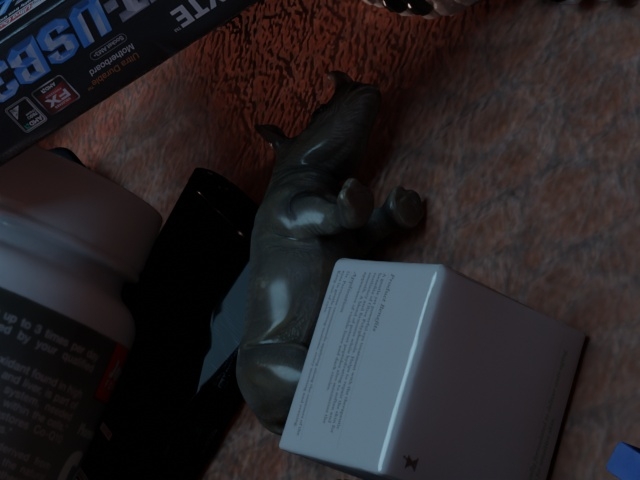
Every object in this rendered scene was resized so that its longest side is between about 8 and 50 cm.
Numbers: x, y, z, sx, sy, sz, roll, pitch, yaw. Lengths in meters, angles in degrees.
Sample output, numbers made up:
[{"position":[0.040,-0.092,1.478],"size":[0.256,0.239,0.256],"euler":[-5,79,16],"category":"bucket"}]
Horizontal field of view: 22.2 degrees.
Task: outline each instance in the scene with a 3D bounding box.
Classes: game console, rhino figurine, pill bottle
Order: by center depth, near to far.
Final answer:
[{"position":[0.000,0.000,0.929],"size":[0.106,0.073,0.243],"euler":[-27,49,39],"category":"rhino figurine"},{"position":[-0.212,0.088,1.004],"size":[0.161,0.161,0.283],"euler":[9,73,55],"category":"pill bottle"},{"position":[-0.140,0.026,1.129],"size":[0.213,0.044,0.361],"euler":[-60,36,9],"category":"game console"}]

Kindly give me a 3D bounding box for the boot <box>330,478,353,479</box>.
[{"position":[0.028,0.189,0.750],"size":[0.077,0.137,0.198],"euler":[-30,12,-24],"category":"boot"}]

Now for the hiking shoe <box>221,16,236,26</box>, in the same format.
[{"position":[-0.082,-0.259,1.153],"size":[0.086,0.114,0.227],"euler":[-14,60,50],"category":"hiking shoe"}]

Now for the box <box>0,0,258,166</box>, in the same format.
[{"position":[-0.124,-0.185,0.980],"size":[0.295,0.073,0.293],"euler":[-31,32,19],"category":"box"}]

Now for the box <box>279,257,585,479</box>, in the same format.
[{"position":[0.054,0.072,0.786],"size":[0.087,0.102,0.101],"euler":[2,71,56],"category":"box"}]

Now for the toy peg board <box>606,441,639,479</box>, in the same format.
[{"position":[0.151,0.129,0.641],"size":[0.160,0.079,0.161],"euler":[35,99,55],"category":"toy peg board"}]

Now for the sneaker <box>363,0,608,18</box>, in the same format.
[{"position":[0.083,-0.198,0.920],"size":[0.292,0.110,0.118],"euler":[9,67,50],"category":"sneaker"}]
